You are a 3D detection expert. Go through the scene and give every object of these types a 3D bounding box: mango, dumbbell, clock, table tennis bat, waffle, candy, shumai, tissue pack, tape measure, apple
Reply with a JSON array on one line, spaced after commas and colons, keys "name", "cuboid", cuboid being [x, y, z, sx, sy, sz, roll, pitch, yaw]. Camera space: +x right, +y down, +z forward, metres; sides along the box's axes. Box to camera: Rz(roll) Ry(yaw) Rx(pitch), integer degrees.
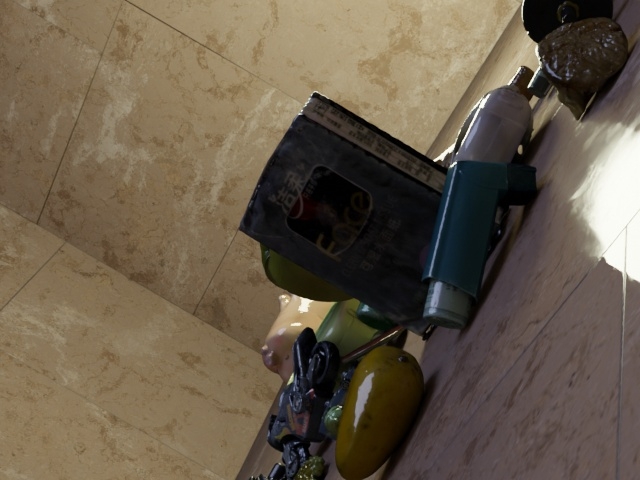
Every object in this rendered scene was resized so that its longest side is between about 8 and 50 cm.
[{"name": "mango", "cuboid": [0.078, 0.239, 1.439, 0.137, 0.098, 0.195, 133, 160, -74]}, {"name": "dumbbell", "cuboid": [0.406, -0.392, 1.733, 0.143, 0.143, 0.325, -59, 1, 25]}, {"name": "clock", "cuboid": [0.030, 0.260, 2.374, 0.348, 0.117, 0.286, -60, 1, 32]}, {"name": "table tennis bat", "cuboid": [0.106, 0.193, 1.988, 0.138, 0.022, 0.246, -29, -3, 7]}, {"name": "waffle", "cuboid": [-0.043, 0.482, 1.963, 0.169, 0.036, 0.183, -62, 1, -15]}, {"name": "candy", "cuboid": [0.051, 0.324, 1.829, 0.061, 0.061, 0.202, -60, 9, -7]}, {"name": "shumai", "cuboid": [0.367, -0.250, 1.460, 0.123, 0.139, 0.105, -32, -30, 5]}, {"name": "tissue pack", "cuboid": [0.077, -0.037, 1.648, 0.259, 0.361, 0.122, -58, 2, 35]}, {"name": "tape measure", "cuboid": [0.281, -0.156, 1.762, 0.236, 0.120, 0.197, -65, -5, 6]}, {"name": "apple", "cuboid": [0.000, 0.000, 2.251, 0.292, 0.254, 0.292, 170, 90, -76]}]

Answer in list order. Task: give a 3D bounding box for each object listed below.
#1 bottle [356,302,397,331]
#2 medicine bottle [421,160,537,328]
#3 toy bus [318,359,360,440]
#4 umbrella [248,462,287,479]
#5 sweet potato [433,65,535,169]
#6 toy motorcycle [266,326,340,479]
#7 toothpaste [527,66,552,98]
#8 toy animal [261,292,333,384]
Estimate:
[{"name": "bottle", "cuboid": [0.170, 0.024, 2.156, 0.093, 0.093, 0.330, 123, 171, -69]}, {"name": "medicine bottle", "cuboid": [0.216, -0.001, 1.469, 0.079, 0.124, 0.259, 136, 153, -71]}, {"name": "toy bus", "cuboid": [0.048, 0.299, 1.963, 0.153, 0.061, 0.051, -61, -1, 14]}, {"name": "umbrella", "cuboid": [-0.142, 0.586, 2.167, 0.272, 0.110, 0.122, -56, -1, -18]}, {"name": "sweet potato", "cuboid": [0.297, -0.167, 2.032, 0.385, 0.109, 0.109, -47, 5, 16]}, {"name": "toy motorcycle", "cuboid": [-0.035, 0.340, 2.144, 0.173, 0.108, 0.307, 22, 98, 62]}, {"name": "toothpaste", "cuboid": [0.446, -0.363, 1.890, 0.239, 0.039, 0.062, -58, 5, -8]}, {"name": "toy animal", "cuboid": [-0.013, 0.238, 2.665, 0.326, 0.269, 0.237, -20, -24, -36]}]
